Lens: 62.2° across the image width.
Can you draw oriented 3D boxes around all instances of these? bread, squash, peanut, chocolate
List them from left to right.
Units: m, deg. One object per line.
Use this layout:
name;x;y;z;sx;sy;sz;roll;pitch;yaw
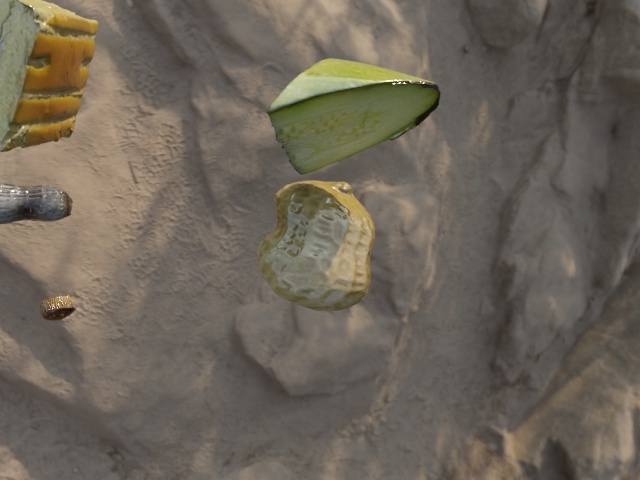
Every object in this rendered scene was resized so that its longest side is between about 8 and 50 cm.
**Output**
chocolate;-0.753;-0.092;1.333;0.247;0.110;0.110;-5;99;-32
bread;-0.491;-0.285;0.906;0.110;0.246;0.240;19;104;-7
bread;-0.670;0.176;1.358;0.085;0.085;0.053;-10;72;-43
peanut;0.000;0.000;0.888;0.196;0.110;0.233;16;73;-11
squash;0.059;-0.175;0.767;0.204;0.154;0.237;-57;168;-6
